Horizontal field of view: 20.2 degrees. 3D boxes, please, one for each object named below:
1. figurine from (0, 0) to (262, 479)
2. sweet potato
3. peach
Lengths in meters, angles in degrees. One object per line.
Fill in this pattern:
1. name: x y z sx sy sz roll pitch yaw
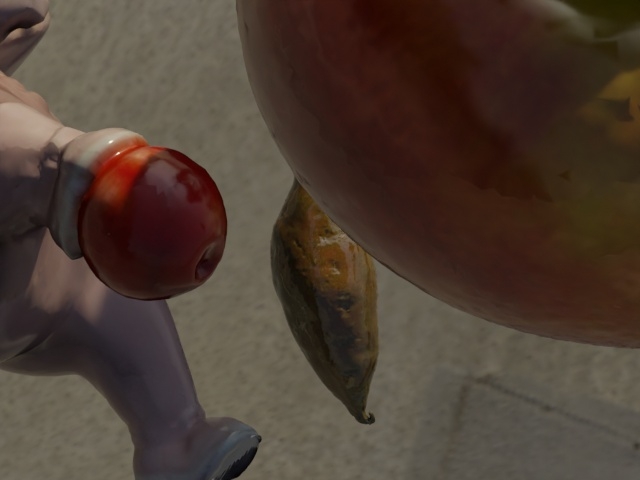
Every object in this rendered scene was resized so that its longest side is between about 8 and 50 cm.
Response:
1. figurine: -0.126 -0.047 0.589 0.287 0.186 0.176 38 14 26
2. sweet potato: -0.001 -0.002 1.259 0.075 0.075 0.269 -5 85 -27
3. peach: 0.133 -0.136 0.854 0.388 0.388 0.388 7 72 -24
